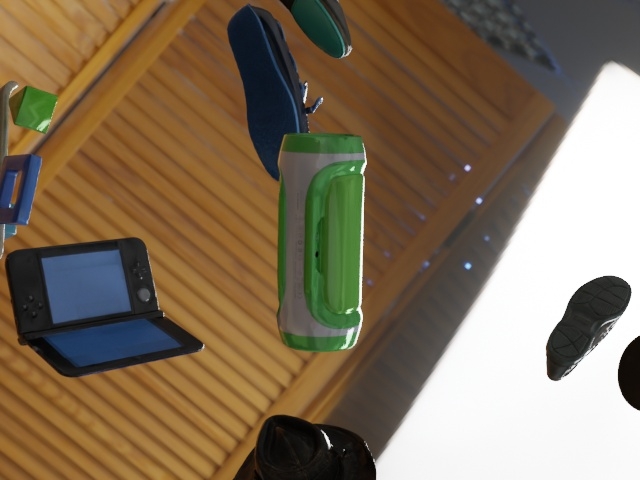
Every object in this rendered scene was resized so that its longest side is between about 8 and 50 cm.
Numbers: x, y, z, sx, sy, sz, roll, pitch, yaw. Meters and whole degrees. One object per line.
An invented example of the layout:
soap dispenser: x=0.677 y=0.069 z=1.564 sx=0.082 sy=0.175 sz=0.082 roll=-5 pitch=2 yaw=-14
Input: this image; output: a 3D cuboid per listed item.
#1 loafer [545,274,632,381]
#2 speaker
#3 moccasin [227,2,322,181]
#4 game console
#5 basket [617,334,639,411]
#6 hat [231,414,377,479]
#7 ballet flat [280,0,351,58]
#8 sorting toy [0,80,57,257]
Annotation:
loafer: x=0.493 y=0.162 z=1.823 sx=0.096 sy=0.267 sz=0.084 roll=32 pitch=-41 yaw=25
speaker: x=0.000 y=0.000 z=1.365 sx=0.131 sy=0.297 sz=0.131 roll=1 pitch=8 yaw=0
moccasin: x=-0.065 y=-0.274 z=1.783 sx=0.117 sy=0.137 sz=0.342 roll=-3 pitch=78 yaw=-51
game console: x=-0.393 y=0.113 z=1.781 sx=0.293 sy=0.250 sz=0.173 roll=-7 pitch=-7 yaw=-42
basket: x=0.603 y=0.227 z=1.561 sx=0.227 sy=0.204 sz=0.154 roll=15 pitch=51 yaw=-31
hat: x=-0.059 y=0.419 z=1.864 sx=0.331 sy=0.331 sz=0.134 roll=35 pitch=-30 yaw=60
ballet flat: x=-0.033 y=-0.449 z=1.728 sx=0.280 sy=0.096 sz=0.095 roll=43 pitch=-30 yaw=-6
sorting toy: x=-0.348 y=-0.044 z=0.981 sx=0.047 sy=0.196 sz=0.347 roll=16 pitch=-23 yaw=-40
